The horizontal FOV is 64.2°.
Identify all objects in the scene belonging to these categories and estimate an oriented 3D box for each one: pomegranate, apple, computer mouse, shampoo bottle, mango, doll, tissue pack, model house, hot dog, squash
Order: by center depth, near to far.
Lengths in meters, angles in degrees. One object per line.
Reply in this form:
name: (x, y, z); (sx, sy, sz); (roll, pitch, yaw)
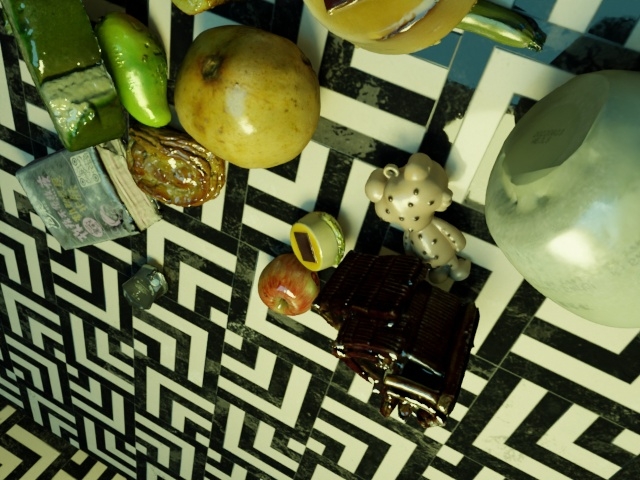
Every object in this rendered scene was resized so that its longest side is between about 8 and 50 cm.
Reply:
shampoo bottle: (0.399, -0.051, 0.678); (0.317, 0.323, 0.322); (22, 132, -15)
squash: (0.249, -0.327, 0.763); (0.183, 0.052, 0.052); (27, 129, 12)
pomegranate: (-0.126, -0.248, 0.899); (0.260, 0.260, 0.261); (14, 126, 20)
doll: (0.189, -0.032, 0.960); (0.154, 0.119, 0.278); (-5, 128, 31)
model house: (0.110, 0.182, 0.977); (0.282, 0.317, 0.297); (29, 140, 4)
mango: (-0.368, -0.345, 1.038); (0.125, 0.111, 0.233); (-23, 120, -1)
hot dog: (-0.345, -0.175, 1.144); (0.258, 0.114, 0.175); (20, 129, 15)
apple: (-0.072, 0.099, 1.169); (0.146, 0.131, 0.146); (12, 138, 11)
tissue pack: (-0.606, -0.120, 1.322); (0.361, 0.122, 0.260); (-9, 114, 35)
computer mouse: (-0.496, 0.130, 1.462); (0.106, 0.062, 0.192); (45, 124, -4)

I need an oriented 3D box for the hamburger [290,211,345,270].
hamburger: (0.000, 0.000, 1.085); (0.141, 0.081, 0.127); (-25, 92, 59)

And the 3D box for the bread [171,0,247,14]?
bread: (-0.186, -0.447, 0.839); (0.132, 0.172, 0.103); (48, 127, -6)

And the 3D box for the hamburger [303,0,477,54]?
hamburger: (0.100, -0.409, 0.699); (0.301, 0.170, 0.302); (14, 119, 26)

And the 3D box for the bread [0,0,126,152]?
bread: (-0.513, -0.358, 1.001); (0.382, 0.129, 0.366); (53, 153, 25)
